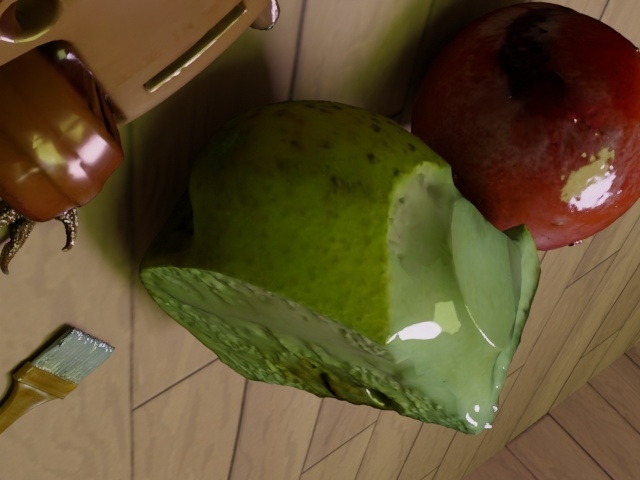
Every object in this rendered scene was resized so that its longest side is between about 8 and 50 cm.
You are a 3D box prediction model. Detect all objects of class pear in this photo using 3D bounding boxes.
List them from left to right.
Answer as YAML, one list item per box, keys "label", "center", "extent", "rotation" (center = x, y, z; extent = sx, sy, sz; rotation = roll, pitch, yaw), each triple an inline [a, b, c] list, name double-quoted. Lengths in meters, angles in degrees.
- label: "pear"
  center: [0.000, 0.000, 0.811]
  extent: [0.282, 0.286, 0.176]
  rotation: [41, 64, -44]

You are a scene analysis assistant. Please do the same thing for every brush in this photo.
- label: "brush"
  center: [-0.261, 0.149, 0.876]
  extent: [0.218, 0.010, 0.082]
  rotation: [-41, 157, -3]

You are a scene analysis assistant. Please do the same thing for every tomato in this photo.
- label: "tomato"
  center: [0.181, -0.099, 0.923]
  extent: [0.208, 0.208, 0.184]
  rotation: [-28, 146, -32]

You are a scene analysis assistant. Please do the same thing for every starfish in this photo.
- label: "starfish"
  center: [-0.185, -0.015, 0.702]
  extent: [0.078, 0.028, 0.091]
  rotation: [-3, 137, -48]

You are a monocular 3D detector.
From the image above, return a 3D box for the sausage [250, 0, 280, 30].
- label: "sausage"
  center: [-0.048, -0.169, 0.665]
  extent: [0.026, 0.026, 0.116]
  rotation: [-41, 155, -7]

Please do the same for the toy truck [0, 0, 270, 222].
- label: "toy truck"
  center: [-0.105, -0.147, 0.384]
  extent: [0.204, 0.211, 0.288]
  rotation: [-42, 160, -5]
